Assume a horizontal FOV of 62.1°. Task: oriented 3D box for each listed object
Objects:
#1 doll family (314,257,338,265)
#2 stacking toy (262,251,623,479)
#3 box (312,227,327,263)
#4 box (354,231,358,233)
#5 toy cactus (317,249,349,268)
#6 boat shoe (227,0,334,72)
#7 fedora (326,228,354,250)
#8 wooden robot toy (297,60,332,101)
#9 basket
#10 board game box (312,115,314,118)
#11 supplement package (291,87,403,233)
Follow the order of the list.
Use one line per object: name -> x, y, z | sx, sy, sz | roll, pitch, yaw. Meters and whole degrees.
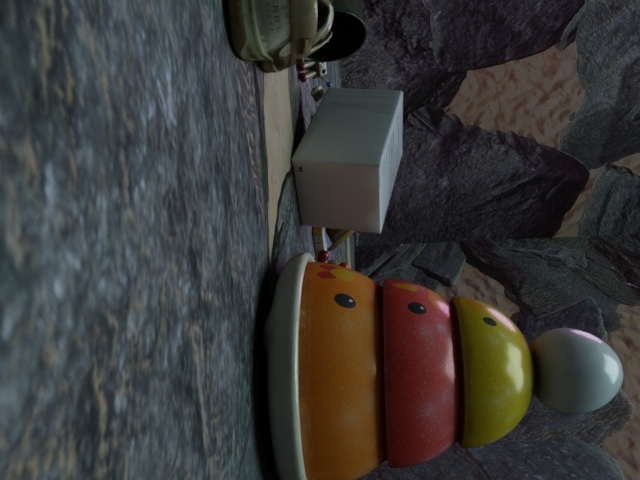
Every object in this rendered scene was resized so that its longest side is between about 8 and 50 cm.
doll family -> 0.032, 0.113, 1.251 | 0.193, 0.076, 0.111 | -113, -163, -74
stacking toy -> 0.176, 0.183, 0.772 | 0.350, 0.480, 0.350 | -3, 90, -85
box -> 0.000, 0.000, 1.374 | 0.081, 0.028, 0.136 | -87, 174, -46
box -> 0.085, -0.161, 1.793 | 0.183, 0.059, 0.232 | 73, -4, -66
toy cactus -> -0.001, 0.126, 1.071 | 0.219, 0.112, 0.180 | 81, 27, -65
boat shoe -> -0.035, -0.293, 0.729 | 0.341, 0.110, 0.121 | -78, 164, -68
fedora -> 0.065, -0.046, 1.617 | 0.079, 0.194, 0.194 | 49, 7, 0
wooden robot toy -> -0.029, -0.403, 1.190 | 0.079, 0.076, 0.173 | 41, -33, 46
basket -> 0.000, -0.491, 1.015 | 0.204, 0.154, 0.226 | 50, 34, -82
board game box -> 0.063, -0.295, 1.543 | 0.275, 0.142, 0.144 | -68, 155, -77
supplement package -> 0.070, -0.179, 1.142 | 0.293, 0.178, 0.175 | -68, 160, -44
